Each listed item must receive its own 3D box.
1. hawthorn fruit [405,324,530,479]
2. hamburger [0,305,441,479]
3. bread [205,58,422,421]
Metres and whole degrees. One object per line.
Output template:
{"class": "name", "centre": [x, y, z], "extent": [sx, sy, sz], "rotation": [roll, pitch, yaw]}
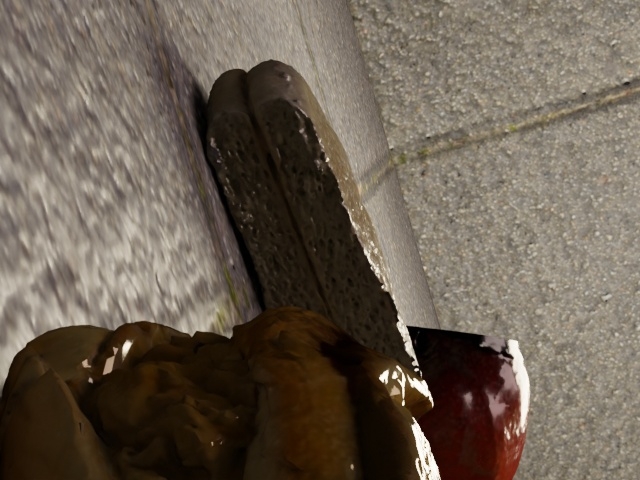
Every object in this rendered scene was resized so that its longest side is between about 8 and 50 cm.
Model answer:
{"class": "hawthorn fruit", "centre": [0.126, 0.199, 1.562], "extent": [0.189, 0.189, 0.251], "rotation": [-85, 171, -70]}
{"class": "hamburger", "centre": [-0.027, 0.142, 0.589], "extent": [0.244, 0.163, 0.244], "rotation": [-9, 90, -87]}
{"class": "bread", "centre": [-0.005, 0.002, 1.266], "extent": [0.183, 0.102, 0.337], "rotation": [-97, 167, -70]}
